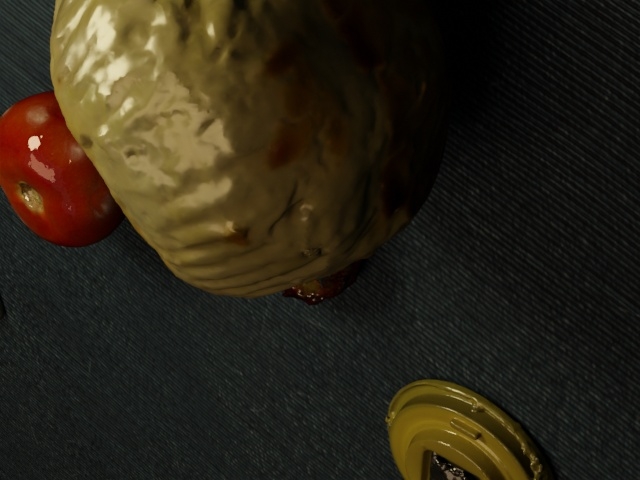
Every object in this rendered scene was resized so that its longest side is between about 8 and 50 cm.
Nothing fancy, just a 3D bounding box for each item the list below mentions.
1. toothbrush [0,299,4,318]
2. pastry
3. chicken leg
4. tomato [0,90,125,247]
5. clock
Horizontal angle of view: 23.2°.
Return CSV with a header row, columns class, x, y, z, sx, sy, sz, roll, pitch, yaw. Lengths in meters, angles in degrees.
class,x,y,z,sx,sy,sz,roll,pitch,yaw
toothbrush,-0.507,0.004,2.270,0.030,0.030,0.297,34,144,37
pastry,-0.045,-0.146,1.359,0.313,0.388,0.388,-27,105,14
chicken leg,0.000,0.000,1.684,0.105,0.063,0.234,35,144,27
tomato,-0.304,-0.089,1.868,0.195,0.136,0.195,30,144,25
clock,0.160,0.264,1.767,0.237,0.057,0.237,27,139,27
